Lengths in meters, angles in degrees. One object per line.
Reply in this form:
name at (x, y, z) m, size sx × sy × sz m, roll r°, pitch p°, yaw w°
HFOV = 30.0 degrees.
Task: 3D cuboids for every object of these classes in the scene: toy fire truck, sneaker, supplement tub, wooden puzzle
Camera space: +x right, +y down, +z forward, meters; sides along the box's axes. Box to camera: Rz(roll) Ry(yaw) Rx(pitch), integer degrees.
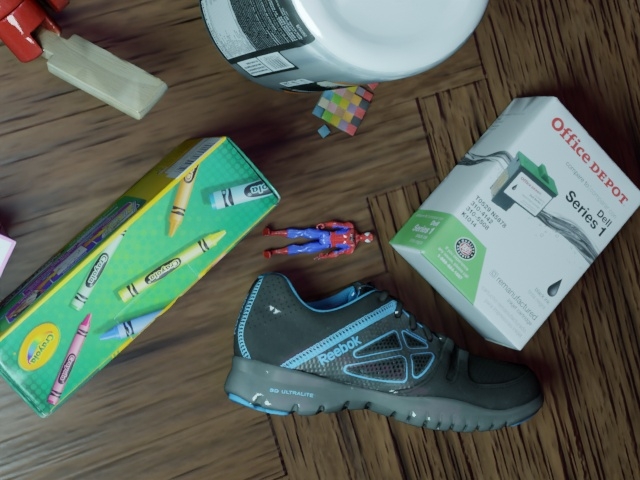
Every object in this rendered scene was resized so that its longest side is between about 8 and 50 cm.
toy fire truck at (-0.221, -0.244, 1.072) m, size 0.217 × 0.158 × 0.246 m, roll -44°, pitch 117°, yaw -12°
sneaker at (0.078, 0.114, 1.200) m, size 0.340 × 0.125 × 0.140 m, roll 8°, pitch 86°, yaw -21°
supplement tub at (0.004, -0.229, 1.050) m, size 0.193 × 0.316 × 0.194 m, roll -2°, pitch 95°, yaw -18°
wooden puzzle at (0.024, -0.141, 1.225) m, size 0.049 × 0.006 × 0.083 m, roll 28°, pitch 85°, yaw -18°

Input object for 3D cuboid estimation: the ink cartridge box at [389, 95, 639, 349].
ink cartridge box at (0.208, -0.022, 1.249) m, size 0.160 × 0.092 × 0.219 m, roll 44°, pitch 80°, yaw -17°

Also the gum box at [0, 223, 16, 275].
gum box at (-0.338, 0.061, 1.063) m, size 0.062 × 0.107 × 0.188 m, roll 26°, pitch 85°, yaw -19°

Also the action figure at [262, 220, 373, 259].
action figure at (0.000, 0.000, 1.216) m, size 0.115 × 0.030 × 0.038 m, roll -4°, pitch 90°, yaw -20°

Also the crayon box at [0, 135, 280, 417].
crayon box at (-0.180, 0.024, 1.084) m, size 0.278 × 0.165 × 0.081 m, roll -43°, pitch 105°, yaw -11°
